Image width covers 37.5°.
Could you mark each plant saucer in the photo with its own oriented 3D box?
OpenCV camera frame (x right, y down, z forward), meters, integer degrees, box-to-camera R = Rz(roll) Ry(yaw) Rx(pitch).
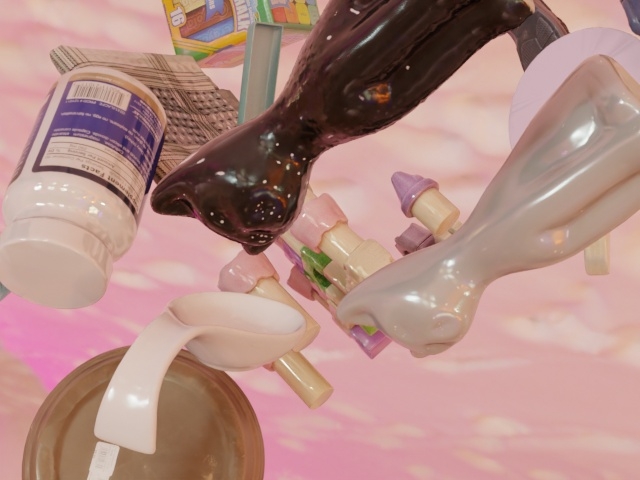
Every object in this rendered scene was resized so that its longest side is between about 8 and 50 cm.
[{"bbox_3d":[-0.083,-0.187,1.229,0.018,0.192,0.067,14,-166,29],"label":"plant saucer"},{"bbox_3d":[-0.201,0.250,1.073,0.278,0.278,0.041,19,161,2],"label":"plant saucer"}]

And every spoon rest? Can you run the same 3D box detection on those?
[{"bbox_3d":[-0.104,0.093,0.862,0.137,0.276,0.084,13,110,16],"label":"spoon rest"}]

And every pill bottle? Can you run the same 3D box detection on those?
[{"bbox_3d":[-0.276,-0.062,1.090,0.153,0.265,0.153,5,141,4],"label":"pill bottle"}]

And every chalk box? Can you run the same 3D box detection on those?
[{"bbox_3d":[-0.119,-0.437,1.704,0.289,0.179,0.180,-14,-179,33],"label":"chalk box"}]

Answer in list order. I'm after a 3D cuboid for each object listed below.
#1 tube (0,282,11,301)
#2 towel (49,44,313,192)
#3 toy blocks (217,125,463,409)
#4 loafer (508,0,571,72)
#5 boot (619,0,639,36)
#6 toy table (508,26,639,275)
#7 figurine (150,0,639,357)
[{"bbox_3d":[-0.390,0.025,1.208,0.052,0.080,0.207,-9,-171,1],"label":"tube"},{"bbox_3d":[-0.189,-0.174,1.385,0.312,0.056,0.324,47,-154,24],"label":"towel"},{"bbox_3d":[0.000,0.000,1.201,0.260,0.309,0.288,44,164,23],"label":"toy blocks"},{"bbox_3d":[0.388,-0.363,1.645,0.095,0.302,0.109,-12,150,-31],"label":"loafer"},{"bbox_3d":[0.412,-0.343,1.190,0.069,0.190,0.086,30,133,-26],"label":"boot"},{"bbox_3d":[0.319,-0.101,1.109,0.252,0.274,0.161,8,145,28],"label":"toy table"},{"bbox_3d":[0.053,-0.034,0.489,0.215,0.092,0.209,35,117,-27],"label":"figurine"}]
